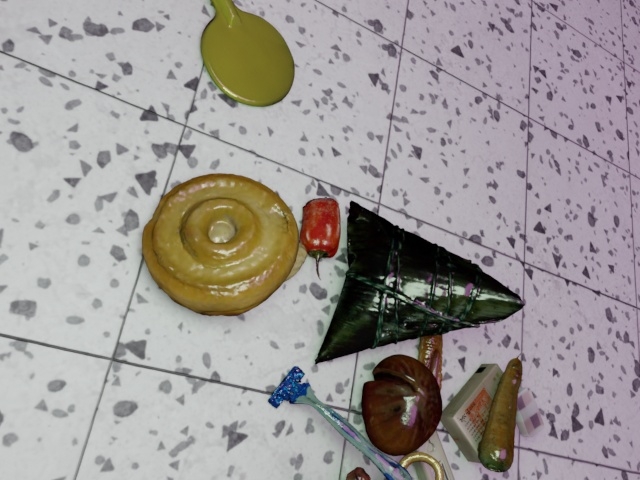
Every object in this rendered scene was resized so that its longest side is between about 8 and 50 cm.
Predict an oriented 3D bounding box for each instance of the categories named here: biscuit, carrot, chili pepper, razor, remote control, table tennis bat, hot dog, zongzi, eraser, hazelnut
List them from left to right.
[{"bbox_3d":[-0.187,-0.005,0.993,0.297,0.102,0.296,3,61,-6],"label":"biscuit"},{"bbox_3d":[-0.196,-0.481,1.209,0.224,0.054,0.368,-28,94,-31],"label":"table tennis bat"},{"bbox_3d":[0.000,0.000,1.148,0.084,0.086,0.192,38,46,-49],"label":"chili pepper"},{"bbox_3d":[0.050,0.375,1.018,0.324,0.056,0.093,37,60,11],"label":"razor"},{"bbox_3d":[0.164,0.150,1.135,0.384,0.319,0.362,26,77,-2],"label":"zongzi"},{"bbox_3d":[0.174,0.346,1.092,0.178,0.178,0.204,40,61,-13],"label":"hazelnut"},{"bbox_3d":[0.261,0.300,1.222,0.066,0.047,0.215,22,66,-24],"label":"hot dog"},{"bbox_3d":[0.254,0.513,1.158,0.078,0.042,0.221,-16,84,-30],"label":"remote control"},{"bbox_3d":[0.431,0.384,1.210,0.078,0.078,0.298,35,60,-15],"label":"carrot"},{"bbox_3d":[0.495,0.414,1.258,0.065,0.026,0.105,-20,87,-29],"label":"eraser"}]

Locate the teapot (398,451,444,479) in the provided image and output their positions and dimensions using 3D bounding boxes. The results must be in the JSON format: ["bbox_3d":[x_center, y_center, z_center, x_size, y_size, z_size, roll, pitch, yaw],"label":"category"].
[{"bbox_3d":[0.166,0.578,1.028,0.167,0.203,0.311,5,69,18],"label":"teapot"}]

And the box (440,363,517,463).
[{"bbox_3d":[0.390,0.410,1.253,0.201,0.058,0.141,-35,93,-31],"label":"box"}]

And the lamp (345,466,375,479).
[{"bbox_3d":[0.003,0.524,0.963,0.223,0.151,0.215,28,50,-25],"label":"lamp"}]

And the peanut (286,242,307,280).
[{"bbox_3d":[-0.110,0.053,1.080,0.187,0.082,0.082,-15,83,-30],"label":"peanut"}]
